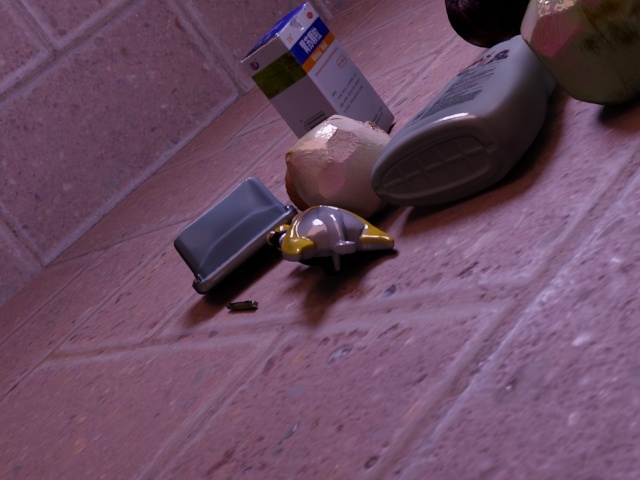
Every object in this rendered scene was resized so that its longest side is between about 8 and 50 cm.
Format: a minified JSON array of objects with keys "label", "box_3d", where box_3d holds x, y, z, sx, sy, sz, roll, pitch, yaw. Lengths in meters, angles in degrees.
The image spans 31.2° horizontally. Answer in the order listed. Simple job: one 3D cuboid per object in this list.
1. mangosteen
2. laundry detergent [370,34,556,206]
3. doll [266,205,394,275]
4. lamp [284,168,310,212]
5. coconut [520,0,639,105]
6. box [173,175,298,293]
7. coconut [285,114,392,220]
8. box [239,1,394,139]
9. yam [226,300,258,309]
[{"label":"mangosteen","box_3d":[0.352,-0.485,2.254,0.216,0.216,0.216,-34,15,11]},{"label":"laundry detergent","box_3d":[0.253,-0.209,1.775,0.264,0.124,0.398,-24,19,43]},{"label":"doll","box_3d":[0.004,-0.001,1.757,0.316,0.146,0.103,-176,104,-76]},{"label":"lamp","box_3d":[0.006,-0.105,1.995,0.136,0.136,0.136,-34,15,11]},{"label":"coconut","box_3d":[0.387,-0.311,1.565,0.236,0.236,0.204,-30,20,24]},{"label":"box","box_3d":[-0.153,-0.006,2.049,0.227,0.130,0.162,-38,0,-8]},{"label":"coconut","box_3d":[0.031,-0.121,1.846,0.171,0.183,0.170,-51,28,41]},{"label":"box","box_3d":[0.001,-0.289,2.218,0.106,0.299,0.200,-29,17,30]},{"label":"yam","box_3d":[-0.129,0.106,1.880,0.014,0.014,0.107,-44,16,-25]}]
